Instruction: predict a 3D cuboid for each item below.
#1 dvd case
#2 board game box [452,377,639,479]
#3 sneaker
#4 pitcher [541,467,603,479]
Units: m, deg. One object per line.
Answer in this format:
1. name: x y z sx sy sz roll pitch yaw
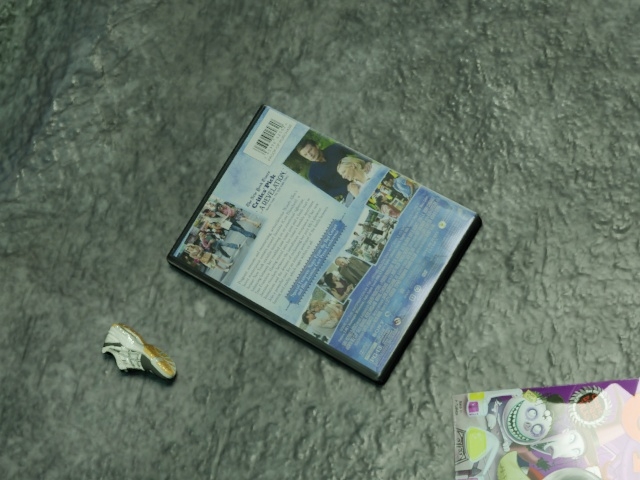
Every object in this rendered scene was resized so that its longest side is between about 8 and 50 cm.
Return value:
1. dvd case: 0.000 0.000 1.726 0.253 0.022 0.180 29 83 24
2. board game box: 0.218 0.290 1.542 0.208 0.056 0.347 -6 70 12
3. sneaker: -0.170 0.113 1.742 0.083 0.032 0.037 35 99 30
4. pitcher: 0.193 0.286 1.471 0.178 0.125 0.207 -30 53 -10
